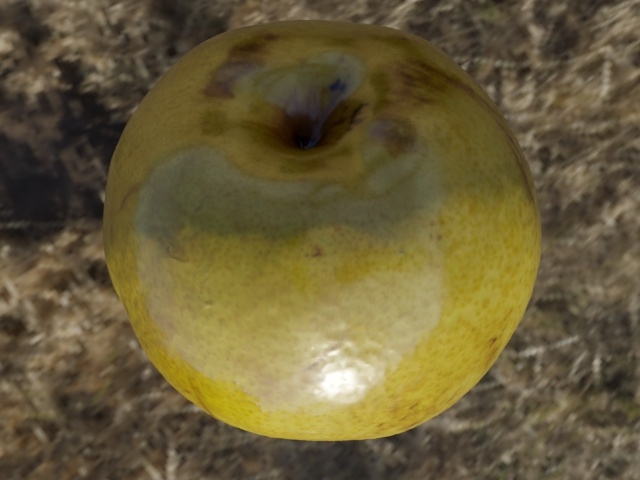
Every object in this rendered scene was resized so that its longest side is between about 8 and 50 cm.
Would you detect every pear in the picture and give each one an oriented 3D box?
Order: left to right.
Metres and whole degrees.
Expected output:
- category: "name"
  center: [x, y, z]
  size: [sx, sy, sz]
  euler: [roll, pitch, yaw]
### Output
- category: "pear"
  center: [0.000, 0.000, 0.808]
  size: [0.209, 0.209, 0.208]
  euler: [12, 116, 25]
